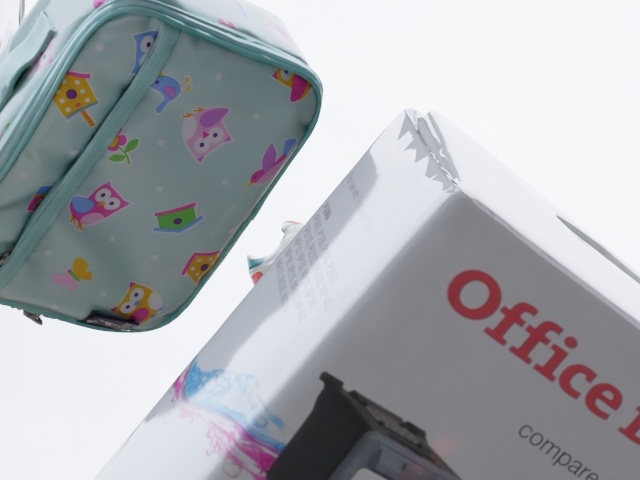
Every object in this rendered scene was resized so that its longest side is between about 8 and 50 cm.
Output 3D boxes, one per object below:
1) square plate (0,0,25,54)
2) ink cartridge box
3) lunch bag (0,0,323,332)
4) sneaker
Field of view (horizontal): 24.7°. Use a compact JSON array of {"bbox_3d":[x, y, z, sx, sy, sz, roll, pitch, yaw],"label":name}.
[{"bbox_3d":[-0.321,-0.143,1.384,0.049,0.347,0.344,6,-49,-6],"label":"square plate"},{"bbox_3d":[0.033,0.133,0.629,0.226,0.131,0.306,36,-76,-15],"label":"ink cartridge box"},{"bbox_3d":[-0.150,-0.059,1.050,0.224,0.108,0.279,17,-61,-42],"label":"lunch bag"},{"bbox_3d":[0.000,0.000,1.377,0.161,0.075,0.057,-34,-24,11],"label":"sneaker"}]
